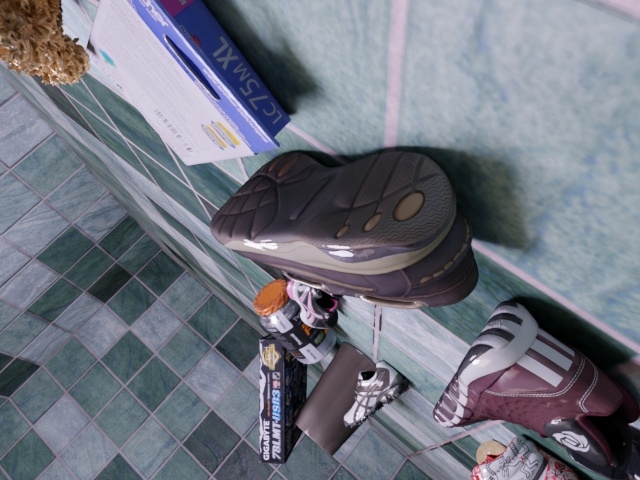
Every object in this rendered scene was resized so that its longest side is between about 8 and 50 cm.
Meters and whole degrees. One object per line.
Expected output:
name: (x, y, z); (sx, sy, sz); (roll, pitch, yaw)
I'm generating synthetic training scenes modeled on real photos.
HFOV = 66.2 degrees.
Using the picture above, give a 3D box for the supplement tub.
supplement tub: (-0.058, 0.182, 1.109); (0.190, 0.117, 0.117); (50, 162, -29)

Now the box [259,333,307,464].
box: (-0.091, 0.383, 1.289); (0.074, 0.293, 0.295); (-1, 178, 9)

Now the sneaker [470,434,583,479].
sneaker: (0.280, 0.435, 0.758); (0.145, 0.270, 0.090); (38, -169, 33)

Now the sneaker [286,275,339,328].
sneaker: (0.002, 0.122, 0.914); (0.077, 0.071, 0.178); (17, 158, 33)

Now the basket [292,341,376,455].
basket: (0.051, 0.399, 1.221); (0.154, 0.227, 0.204); (22, 154, 49)

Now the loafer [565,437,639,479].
loafer: (0.330, 0.227, 0.467); (0.061, 0.062, 0.170); (26, 180, -38)

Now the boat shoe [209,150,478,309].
boat shoe: (0.000, 0.000, 0.490); (0.130, 0.132, 0.355); (51, 163, -27)

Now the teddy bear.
teddy bear: (-0.315, -0.273, 0.494); (0.338, 0.113, 0.244); (-155, 48, -71)

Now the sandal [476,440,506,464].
sandal: (0.340, 0.404, 0.822); (0.079, 0.088, 0.240); (45, 169, -24)

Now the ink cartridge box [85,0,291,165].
ink cartridge box: (-0.146, -0.169, 0.511); (0.185, 0.065, 0.311); (50, 164, -24)

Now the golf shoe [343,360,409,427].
golf shoe: (0.108, 0.343, 1.104); (0.094, 0.198, 0.077); (51, -151, 17)

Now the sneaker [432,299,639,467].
sneaker: (0.215, 0.178, 0.505); (0.163, 0.106, 0.281); (32, 161, 21)
